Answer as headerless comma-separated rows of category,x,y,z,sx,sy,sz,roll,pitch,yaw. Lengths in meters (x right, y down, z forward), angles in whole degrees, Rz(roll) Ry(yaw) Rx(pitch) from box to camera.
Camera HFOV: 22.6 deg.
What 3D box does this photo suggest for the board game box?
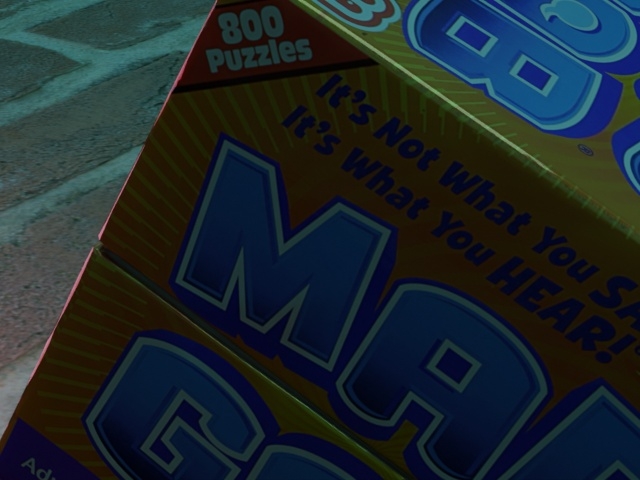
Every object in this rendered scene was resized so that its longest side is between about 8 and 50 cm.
board game box,0.099,0.039,0.929,0.357,0.356,0.356,35,32,8
